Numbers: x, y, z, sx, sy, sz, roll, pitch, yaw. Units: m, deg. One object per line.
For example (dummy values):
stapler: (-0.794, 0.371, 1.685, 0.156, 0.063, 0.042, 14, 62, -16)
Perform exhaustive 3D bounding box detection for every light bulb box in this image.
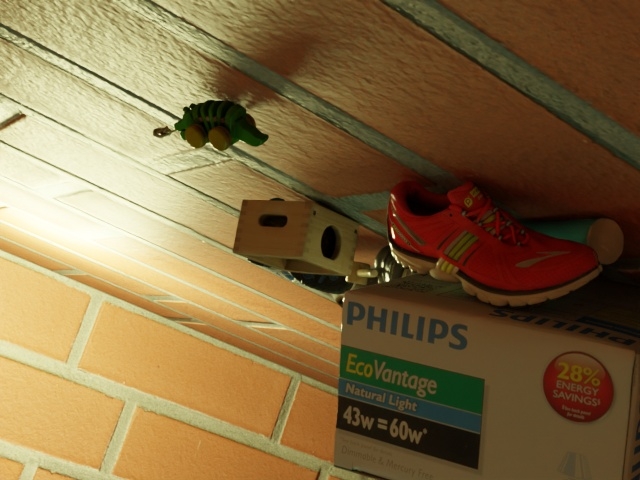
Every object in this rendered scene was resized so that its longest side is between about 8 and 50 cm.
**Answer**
light bulb box: (0.259, 0.171, 1.241, 0.358, 0.225, 0.361, 10, -169, 34)

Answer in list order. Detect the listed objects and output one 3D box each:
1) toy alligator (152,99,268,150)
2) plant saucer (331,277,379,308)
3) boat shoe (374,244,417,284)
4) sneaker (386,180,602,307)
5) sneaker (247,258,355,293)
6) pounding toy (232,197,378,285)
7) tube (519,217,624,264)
toy alligator: (-0.139, -0.142, 1.203, 0.190, 0.056, 0.051, 10, 122, 39)
plant saucer: (0.149, 0.129, 1.881, 0.311, 0.050, 0.310, 19, 167, 4)
boat shoe: (0.191, 0.113, 1.583, 0.130, 0.132, 0.355, 30, 160, 43)
sneaker: (0.181, -0.007, 1.149, 0.279, 0.107, 0.118, 14, 125, 40)
sneaker: (-0.024, 0.037, 1.714, 0.211, 0.080, 0.081, 23, 176, 30)
pounding toy: (0.011, 0.002, 1.489, 0.181, 0.094, 0.206, 3, 169, 36)
tube: (0.273, 0.001, 1.215, 0.080, 0.052, 0.207, 42, 164, -18)
